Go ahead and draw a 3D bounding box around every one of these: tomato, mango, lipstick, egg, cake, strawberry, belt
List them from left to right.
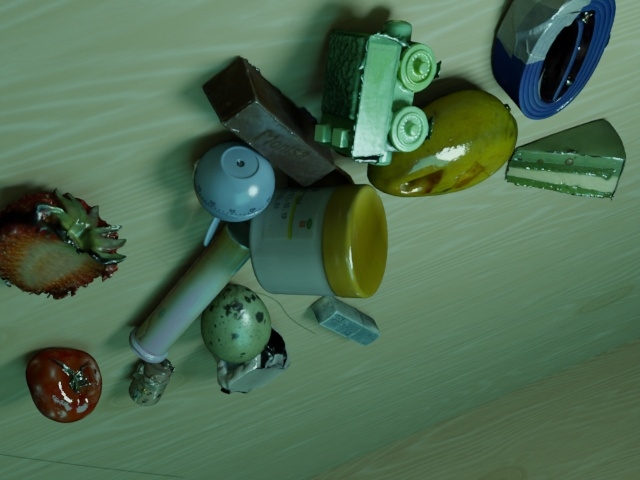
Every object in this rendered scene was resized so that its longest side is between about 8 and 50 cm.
[{"bbox_3d":[-0.522,0.000,1.491,0.233,0.137,0.306,33,143,-34],"label":"strawberry"},{"bbox_3d":[-0.619,0.346,1.853,0.151,0.187,0.187,-19,155,30],"label":"tomato"},{"bbox_3d":[-0.212,0.202,1.932,0.177,0.177,0.228,-19,135,-13],"label":"egg"},{"bbox_3d":[0.078,0.237,2.283,0.077,0.076,0.290,-35,147,15],"label":"lipstick"},{"bbox_3d":[0.260,-0.202,1.669,0.365,0.182,0.253,-19,158,-19],"label":"mango"},{"bbox_3d":[0.477,-0.407,1.615,0.213,0.117,0.347,-21,149,-12],"label":"belt"},{"bbox_3d":[0.640,-0.228,2.053,0.284,0.172,0.158,7,139,8],"label":"cake"}]

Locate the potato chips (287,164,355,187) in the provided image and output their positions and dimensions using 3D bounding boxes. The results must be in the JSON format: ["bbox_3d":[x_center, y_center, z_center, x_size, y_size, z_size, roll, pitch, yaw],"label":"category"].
[{"bbox_3d":[0.003,-0.124,1.731,0.150,0.049,0.201,-14,153,14],"label":"potato chips"}]

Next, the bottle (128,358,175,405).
[{"bbox_3d":[-0.450,0.364,2.075,0.099,0.099,0.152,1,135,-37],"label":"bottle"}]

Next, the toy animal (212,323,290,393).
[{"bbox_3d":[-0.198,0.317,2.123,0.204,0.156,0.208,-36,157,17],"label":"toy animal"}]

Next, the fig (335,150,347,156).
[{"bbox_3d":[0.067,-0.240,1.575,0.109,0.103,0.154,-50,152,-38],"label":"fig"}]

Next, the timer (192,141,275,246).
[{"bbox_3d":[-0.196,-0.105,1.560,0.175,0.175,0.255,-1,169,-35],"label":"timer"}]

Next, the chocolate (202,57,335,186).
[{"bbox_3d":[-0.083,-0.211,1.491,0.112,0.111,0.321,-33,147,15],"label":"chocolate"}]

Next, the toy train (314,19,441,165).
[{"bbox_3d":[0.102,-0.272,1.440,0.188,0.159,0.271,-4,110,-32],"label":"toy train"}]

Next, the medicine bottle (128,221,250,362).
[{"bbox_3d":[-0.296,0.121,1.826,0.108,0.108,0.426,13,129,-46],"label":"medicine bottle"}]

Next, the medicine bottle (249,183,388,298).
[{"bbox_3d":[0.000,0.000,1.641,0.232,0.237,0.238,1,156,23],"label":"medicine bottle"}]
